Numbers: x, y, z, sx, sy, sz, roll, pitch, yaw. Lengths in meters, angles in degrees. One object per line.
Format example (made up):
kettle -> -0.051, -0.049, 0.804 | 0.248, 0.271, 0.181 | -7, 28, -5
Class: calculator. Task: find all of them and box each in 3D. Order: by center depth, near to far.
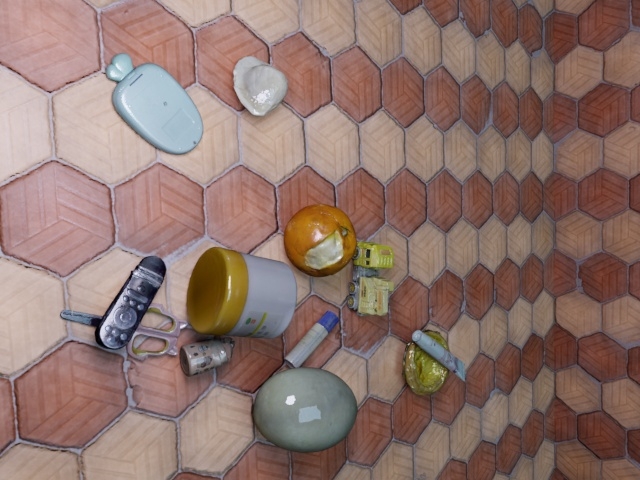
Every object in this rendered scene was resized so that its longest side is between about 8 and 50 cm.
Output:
calculator -> -0.438, -0.362, 1.221 | 0.295, 0.042, 0.184 | 48, 65, -30

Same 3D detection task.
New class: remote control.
remote control -> -0.488, 0.157, 1.182 | 0.090, 0.066, 0.265 | 42, 52, -29

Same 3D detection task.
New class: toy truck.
toy truck -> 0.194, 0.142, 1.660 | 0.124, 0.157, 0.271 | 6, 89, -38

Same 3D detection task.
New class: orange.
orange -> 0.000, 0.000, 1.464 | 0.240, 0.240, 0.239 | -2, 93, -38

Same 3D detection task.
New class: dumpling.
dumpling -> -0.185, -0.468, 1.368 | 0.167, 0.126, 0.215 | 31, 76, -18

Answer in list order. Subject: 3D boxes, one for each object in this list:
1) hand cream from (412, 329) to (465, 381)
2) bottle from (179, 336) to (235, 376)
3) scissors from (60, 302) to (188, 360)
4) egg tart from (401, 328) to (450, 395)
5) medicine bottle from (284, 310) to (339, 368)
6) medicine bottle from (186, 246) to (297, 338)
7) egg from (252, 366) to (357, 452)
hand cream -> 0.490, 0.467, 1.865 | 0.331, 0.058, 0.085 | 41, 39, -27
bottle -> -0.318, 0.329, 1.313 | 0.152, 0.099, 0.098 | -9, 98, -36
scissors -> -0.513, 0.226, 1.205 | 0.318, 0.024, 0.160 | 23, 80, -33
egg tart -> 0.433, 0.505, 1.906 | 0.279, 0.095, 0.278 | 2, 87, -34
medicine bottle -> -0.028, 0.338, 1.559 | 0.231, 0.059, 0.059 | -44, 117, -27
medicine bottle -> -0.222, 0.154, 1.289 | 0.232, 0.238, 0.237 | 16, 82, -38
egg -> -0.043, 0.526, 1.430 | 0.352, 0.259, 0.258 | 19, 80, -39
